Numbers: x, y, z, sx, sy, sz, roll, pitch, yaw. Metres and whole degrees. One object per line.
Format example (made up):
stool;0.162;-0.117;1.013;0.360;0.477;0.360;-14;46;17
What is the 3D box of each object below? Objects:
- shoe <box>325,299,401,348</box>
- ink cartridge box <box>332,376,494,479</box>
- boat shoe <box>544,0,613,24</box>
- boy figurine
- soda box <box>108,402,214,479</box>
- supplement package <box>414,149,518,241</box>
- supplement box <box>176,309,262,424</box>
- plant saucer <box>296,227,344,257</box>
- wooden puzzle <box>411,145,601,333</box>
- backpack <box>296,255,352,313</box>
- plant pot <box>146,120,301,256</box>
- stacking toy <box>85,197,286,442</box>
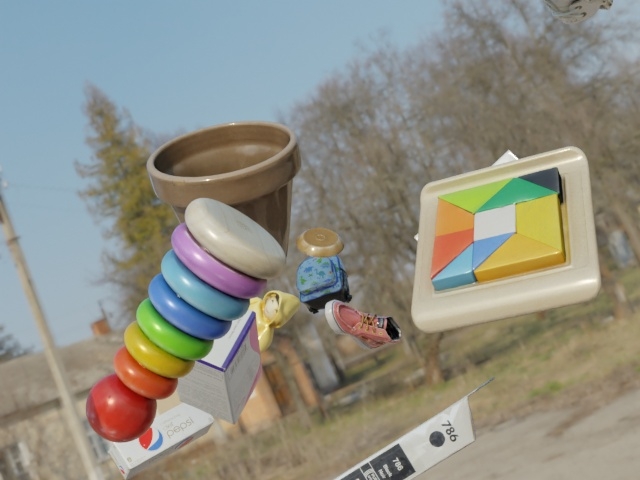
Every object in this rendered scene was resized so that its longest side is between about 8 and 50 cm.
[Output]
shoe;0.085;0.157;1.896;0.081;0.063;0.178;-14;-34;29
ink cartridge box;0.113;0.309;1.389;0.333;0.065;0.165;-32;-13;-4
boat shoe;0.420;-0.402;1.622;0.098;0.096;0.277;22;28;38
boy figurine;-0.175;0.204;2.304;0.285;0.177;0.092;-24;-33;21
soda box;-0.335;0.415;2.087;0.216;0.074;0.069;-25;-21;-35
supplement package;0.371;-0.006;2.047;0.263;0.198;0.199;-43;-21;4
supplement box;-0.169;0.192;1.600;0.220;0.114;0.111;88;-155;-56
plant saucer;0.000;0.000;1.694;0.083;0.083;0.015;-19;-50;-31
wooden puzzle;0.216;-0.009;1.187;0.221;0.238;0.044;-14;-47;22
backpack;0.003;0.076;2.041;0.105;0.114;0.084;-19;-44;16
plant pot;-0.153;-0.059;1.730;0.263;0.229;0.263;-7;27;4
stacking toy;-0.188;0.113;1.240;0.330;0.141;0.141;-54;-15;13
